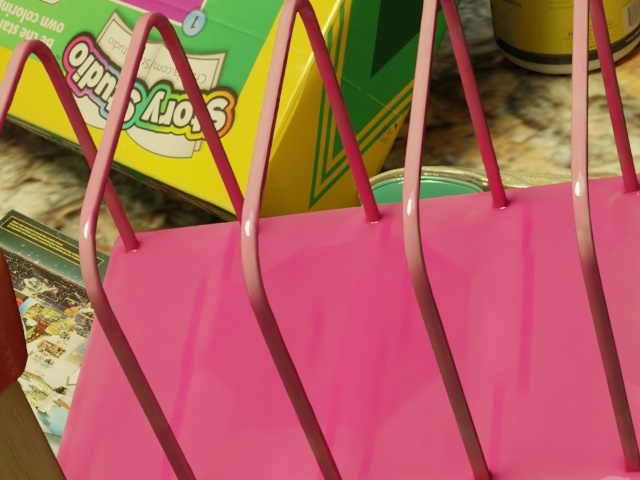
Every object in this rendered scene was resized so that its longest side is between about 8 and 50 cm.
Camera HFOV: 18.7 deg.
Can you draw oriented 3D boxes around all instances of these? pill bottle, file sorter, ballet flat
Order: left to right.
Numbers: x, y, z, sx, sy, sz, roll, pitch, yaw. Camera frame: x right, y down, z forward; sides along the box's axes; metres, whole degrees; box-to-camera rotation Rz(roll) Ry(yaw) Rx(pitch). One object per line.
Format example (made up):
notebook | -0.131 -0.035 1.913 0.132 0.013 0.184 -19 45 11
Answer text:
file sorter | 0.000 0.000 0.893 0.290 0.182 0.202 -6 43 15
ballet flat | 0.107 -0.015 1.127 0.168 0.057 0.052 6 15 16
pill bottle | 0.153 -0.208 1.252 0.103 0.184 0.103 -8 35 5

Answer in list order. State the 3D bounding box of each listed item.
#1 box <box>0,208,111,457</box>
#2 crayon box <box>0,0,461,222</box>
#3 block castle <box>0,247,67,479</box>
box | -0.126 0.084 1.019 0.233 0.044 0.159 25 49 27
crayon box | -0.077 -0.192 1.228 0.363 0.106 0.313 24 88 40
block castle | -0.342 0.088 0.803 0.453 0.213 0.303 8 40 39
